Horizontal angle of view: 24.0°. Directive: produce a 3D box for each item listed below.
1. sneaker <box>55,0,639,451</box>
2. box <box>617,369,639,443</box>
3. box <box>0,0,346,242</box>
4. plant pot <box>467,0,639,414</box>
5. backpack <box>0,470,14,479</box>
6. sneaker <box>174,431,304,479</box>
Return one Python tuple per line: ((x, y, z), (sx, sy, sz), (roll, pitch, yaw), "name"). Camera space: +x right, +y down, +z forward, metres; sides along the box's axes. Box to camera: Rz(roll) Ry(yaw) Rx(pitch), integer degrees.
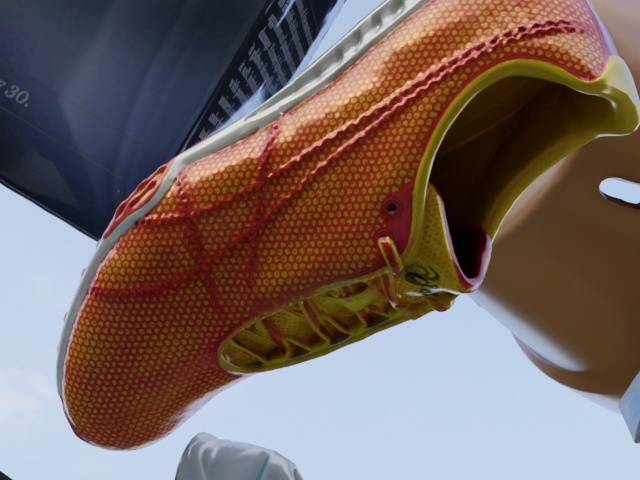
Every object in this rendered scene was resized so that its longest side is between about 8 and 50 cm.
((0.000, 0.000, 0.378), (0.175, 0.067, 0.064), (-42, -38, 15), "sneaker")
((0.293, 0.072, 0.894), (0.186, 0.038, 0.145), (11, -55, -19), "box")
((-0.130, -0.183, 0.737), (0.296, 0.294, 0.183), (30, -3, 6), "box")
((0.183, -0.048, 0.986), (0.203, 0.291, 0.291), (24, -46, -31), "plant pot")
((-0.227, 0.147, 0.301), (0.290, 0.273, 0.355), (27, -67, -31), "backpack")
((-0.046, 0.169, 0.716), (0.061, 0.152, 0.053), (7, -14, 13), "sneaker")
